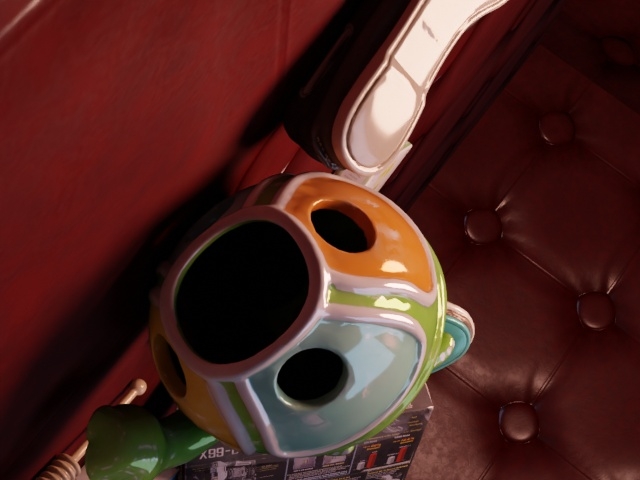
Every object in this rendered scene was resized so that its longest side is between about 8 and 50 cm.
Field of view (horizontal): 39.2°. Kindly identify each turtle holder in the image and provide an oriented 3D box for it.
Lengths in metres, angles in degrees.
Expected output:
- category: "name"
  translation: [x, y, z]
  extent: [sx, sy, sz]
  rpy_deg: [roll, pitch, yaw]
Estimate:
- category: "turtle holder"
  translation: [-0.056, 0.071, 0.775]
  extent: [0.320, 0.244, 0.227]
  rpy_deg: [-15, 164, 15]

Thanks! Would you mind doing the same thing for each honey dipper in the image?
- category: "honey dipper"
  translation: [-0.232, 0.202, 0.937]
  extent: [0.161, 0.030, 0.030]
  rpy_deg: [-48, 172, -44]

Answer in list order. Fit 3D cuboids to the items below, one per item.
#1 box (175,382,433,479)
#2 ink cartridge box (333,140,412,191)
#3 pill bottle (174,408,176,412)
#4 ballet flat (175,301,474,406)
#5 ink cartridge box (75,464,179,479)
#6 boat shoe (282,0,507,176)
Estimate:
- category: "box"
  translation: [-0.030, 0.268, 1.153]
  extent: [0.307, 0.077, 0.242]
  rpy_deg: [-7, 141, -13]
- category: "ink cartridge box"
  translation: [0.089, -0.136, 1.276]
  extent: [0.235, 0.056, 0.171]
  rpy_deg: [-53, 173, 25]
- category: "pill bottle"
  translation: [-0.161, 0.295, 1.298]
  extent: [0.119, 0.119, 0.209]
  rpy_deg: [-17, 120, -79]
- category: "ballet flat"
  translation: [-0.003, 0.137, 1.189]
  extent: [0.400, 0.139, 0.139]
  rpy_deg: [-17, 172, 0]
- category: "ink cartridge box"
  translation: [-0.243, 0.306, 1.131]
  extent: [0.090, 0.092, 0.143]
  rpy_deg: [-49, 172, -26]
- category: "boat shoe"
  translation: [0.083, -0.208, 0.778]
  extent: [0.335, 0.095, 0.112]
  rpy_deg: [-55, 138, -9]
